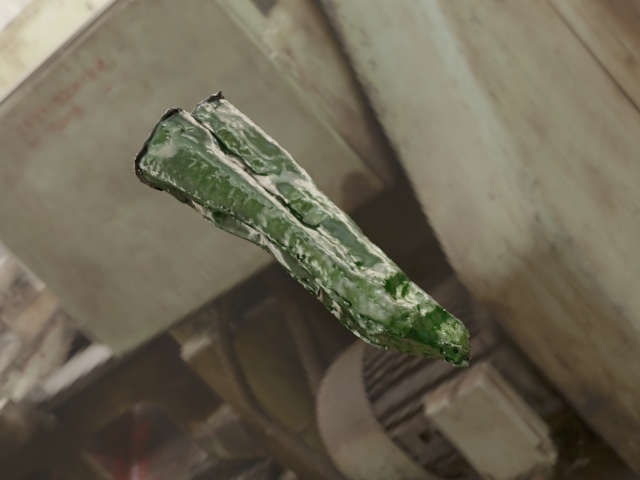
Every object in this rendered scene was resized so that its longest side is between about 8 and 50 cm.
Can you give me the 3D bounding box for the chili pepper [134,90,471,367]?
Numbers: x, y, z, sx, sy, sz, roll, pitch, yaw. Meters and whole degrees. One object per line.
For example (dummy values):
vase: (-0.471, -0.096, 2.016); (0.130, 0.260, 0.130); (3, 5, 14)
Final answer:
chili pepper: (0.000, 0.000, 0.738); (0.088, 0.227, 0.059); (-24, -38, -44)
